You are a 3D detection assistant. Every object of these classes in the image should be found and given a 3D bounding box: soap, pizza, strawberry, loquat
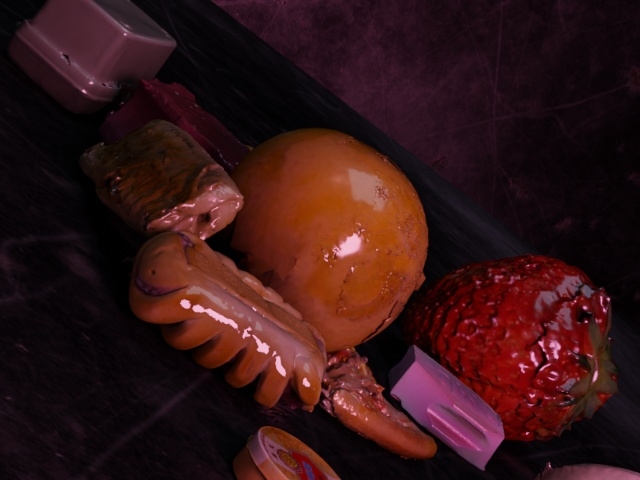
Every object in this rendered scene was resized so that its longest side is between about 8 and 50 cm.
[{"bbox_3d":[-0.152,-0.084,1.770,0.182,0.112,0.289,35,11,-40],"label":"soap"},{"bbox_3d":[0.153,0.200,1.799,0.149,0.056,0.100,38,14,-8],"label":"soap"},{"bbox_3d":[0.040,0.153,1.630,0.185,0.052,0.195,35,12,-40],"label":"pizza"},{"bbox_3d":[0.232,0.135,1.942,0.288,0.250,0.238,20,32,30],"label":"strawberry"},{"bbox_3d":[0.000,0.000,1.573,0.235,0.235,0.235,38,11,-9],"label":"loquat"}]

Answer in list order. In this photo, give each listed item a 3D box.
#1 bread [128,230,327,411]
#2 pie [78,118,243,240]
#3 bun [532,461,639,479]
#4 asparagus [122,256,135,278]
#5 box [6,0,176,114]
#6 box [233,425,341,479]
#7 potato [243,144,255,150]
[{"bbox_3d":[-0.080,0.084,1.415,0.225,0.081,0.134,38,16,-19],"label":"bread"},{"bbox_3d":[-0.169,-0.063,1.560,0.282,0.128,0.068,43,-26,59],"label":"pie"},{"bbox_3d":[0.270,0.345,1.371,0.263,0.175,0.263,28,-31,18],"label":"bun"},{"bbox_3d":[-0.132,0.056,1.486,0.165,0.030,0.036,35,36,-35],"label":"asparagus"},{"bbox_3d":[-0.282,-0.239,1.881,0.148,0.129,0.210,41,12,8],"label":"box"},{"bbox_3d":[-0.023,0.202,1.252,0.105,0.037,0.105,38,11,-9],"label":"box"},{"bbox_3d":[-0.077,-0.061,2.006,0.170,0.080,0.107,45,0,31],"label":"potato"}]
